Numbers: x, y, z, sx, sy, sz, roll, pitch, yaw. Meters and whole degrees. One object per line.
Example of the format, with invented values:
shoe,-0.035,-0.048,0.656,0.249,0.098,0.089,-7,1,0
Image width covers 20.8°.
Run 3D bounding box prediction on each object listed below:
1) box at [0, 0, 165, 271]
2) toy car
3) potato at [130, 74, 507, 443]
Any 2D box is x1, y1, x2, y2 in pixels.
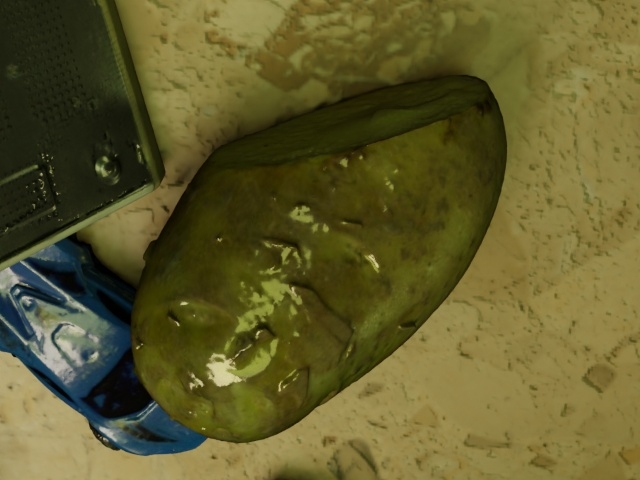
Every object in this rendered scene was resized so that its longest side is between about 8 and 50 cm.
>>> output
box,-0.206,-0.122,1.052,0.211,0.045,0.270,-29,112,-43
toy car,-0.154,0.068,1.158,0.216,0.063,0.103,41,97,-16
potato,0.000,0.000,1.120,0.298,0.141,0.176,-46,124,-13
